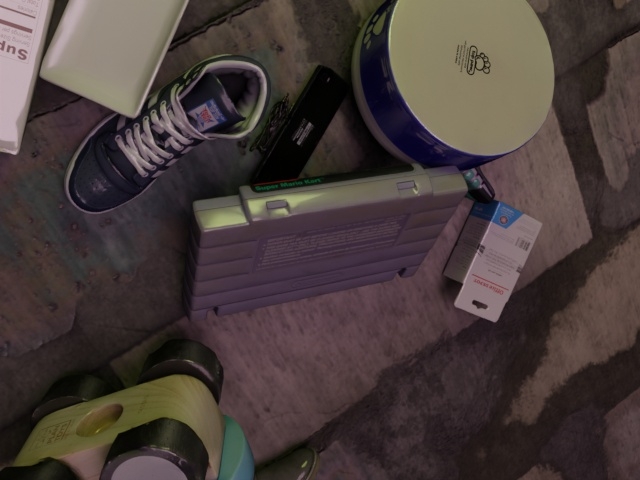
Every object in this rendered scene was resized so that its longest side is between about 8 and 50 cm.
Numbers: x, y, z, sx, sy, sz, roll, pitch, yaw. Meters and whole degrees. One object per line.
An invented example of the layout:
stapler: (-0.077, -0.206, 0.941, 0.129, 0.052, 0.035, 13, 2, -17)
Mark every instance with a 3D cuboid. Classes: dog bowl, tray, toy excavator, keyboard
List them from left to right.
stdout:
toy excavator: (-0.260, 0.408, 0.831, 0.433, 0.222, 0.445, -19, 110, 4)
tray: (-0.210, -0.284, 0.757, 0.145, 0.030, 0.270, 25, 92, 15)
keyboard: (-0.040, -0.158, 0.905, 0.100, 0.038, 0.192, 32, 88, -51)
dog bowl: (0.181, -0.228, 0.891, 0.265, 0.104, 0.264, 3, 83, -22)

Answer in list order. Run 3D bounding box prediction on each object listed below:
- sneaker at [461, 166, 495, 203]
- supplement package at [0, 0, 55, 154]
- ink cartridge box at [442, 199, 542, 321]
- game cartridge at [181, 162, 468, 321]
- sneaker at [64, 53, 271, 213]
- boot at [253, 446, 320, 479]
sneaker: (0.204, -0.148, 0.983, 0.224, 0.083, 0.098, 39, 81, -26)
supplement package: (-0.356, -0.254, 0.649, 0.175, 0.177, 0.292, 13, 98, -27)
ink cartridge box: (0.272, 0.031, 1.070, 0.104, 0.060, 0.180, 23, 93, -28)
game cartridge: (0.000, 0.000, 0.871, 0.355, 0.068, 0.230, -10, 145, -22)
sneaker: (-0.180, -0.126, 0.775, 0.282, 0.153, 0.099, -41, 115, -9)
boot: (-0.126, 0.332, 0.975, 0.189, 0.076, 0.208, -44, 110, -9)
